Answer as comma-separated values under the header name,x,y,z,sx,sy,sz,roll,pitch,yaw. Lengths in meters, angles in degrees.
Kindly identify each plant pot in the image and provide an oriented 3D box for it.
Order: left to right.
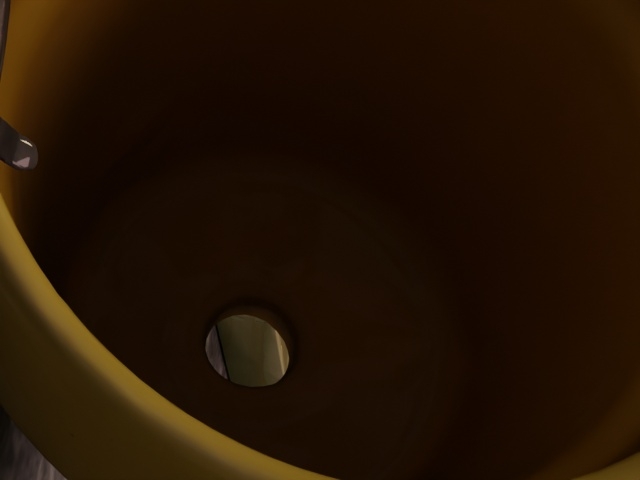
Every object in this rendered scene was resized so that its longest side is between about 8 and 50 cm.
name,x,y,z,sx,sy,sz,roll,pitch,yaw
plant pot,0.000,0.000,0.593,0.239,0.254,0.254,120,-18,-63

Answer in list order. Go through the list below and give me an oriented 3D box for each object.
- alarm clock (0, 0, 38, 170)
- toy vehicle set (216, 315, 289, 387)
name,x,y,z,sx,sy,sz,roll,pitch,yaw
alarm clock,-0.101,-0.054,0.350,0.192,0.064,0.129,71,27,-69
toy vehicle set,-0.020,-0.038,1.211,0.166,0.035,0.267,84,14,-63
